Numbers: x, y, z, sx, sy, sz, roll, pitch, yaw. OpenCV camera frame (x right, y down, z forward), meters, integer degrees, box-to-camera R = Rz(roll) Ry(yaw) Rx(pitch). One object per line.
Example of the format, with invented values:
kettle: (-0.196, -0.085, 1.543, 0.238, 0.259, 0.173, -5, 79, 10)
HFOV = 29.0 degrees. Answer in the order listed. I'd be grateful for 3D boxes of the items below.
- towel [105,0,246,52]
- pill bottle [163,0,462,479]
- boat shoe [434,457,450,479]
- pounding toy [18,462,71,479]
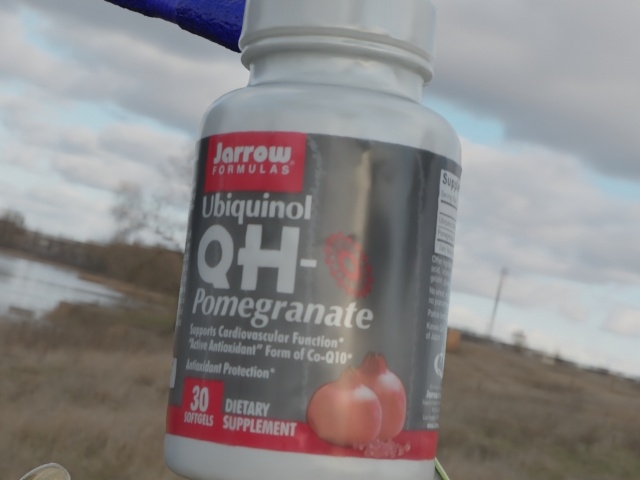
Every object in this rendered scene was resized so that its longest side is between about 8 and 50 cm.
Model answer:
towel: (-0.138, -0.335, 1.494, 0.308, 0.076, 0.227, 24, 43, 27)
pill bottle: (0.000, 0.000, 0.806, 0.176, 0.319, 0.176, 5, -6, 1)
boat shoe: (0.091, 0.280, 0.926, 0.091, 0.305, 0.109, -9, -21, -47)
pounding toy: (-0.334, 0.208, 0.909, 0.269, 0.155, 0.154, 2, 21, 17)
